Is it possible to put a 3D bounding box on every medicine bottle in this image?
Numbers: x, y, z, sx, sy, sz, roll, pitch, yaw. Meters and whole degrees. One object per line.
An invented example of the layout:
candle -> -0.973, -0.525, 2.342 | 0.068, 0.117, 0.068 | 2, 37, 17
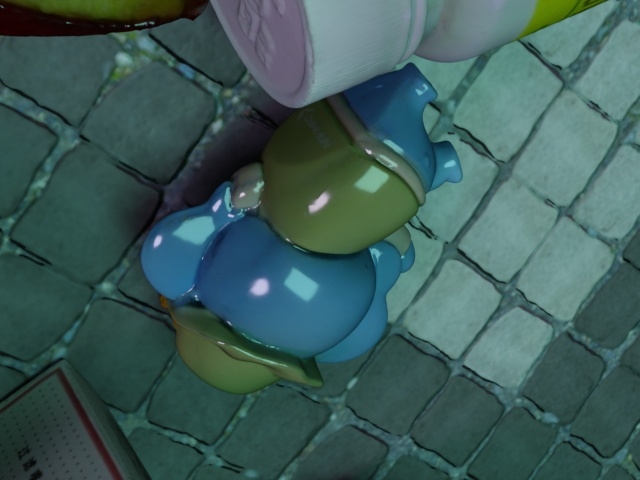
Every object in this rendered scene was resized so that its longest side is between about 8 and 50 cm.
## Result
medicine bottle -> 0.115, -0.239, 0.772 | 0.378, 0.213, 0.213 | -25, 122, -16

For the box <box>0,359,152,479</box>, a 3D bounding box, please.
box -> -0.254, 0.250, 0.800 | 0.330, 0.210, 0.095 | -36, 125, -9

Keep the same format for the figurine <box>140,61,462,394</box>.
figurine -> 0.000, 0.001, 0.857 | 0.262, 0.154, 0.180 | -40, 153, 9

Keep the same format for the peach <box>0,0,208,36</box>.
peach -> -0.200, -0.249, 0.611 | 0.258, 0.201, 0.362 | -57, 133, -18
